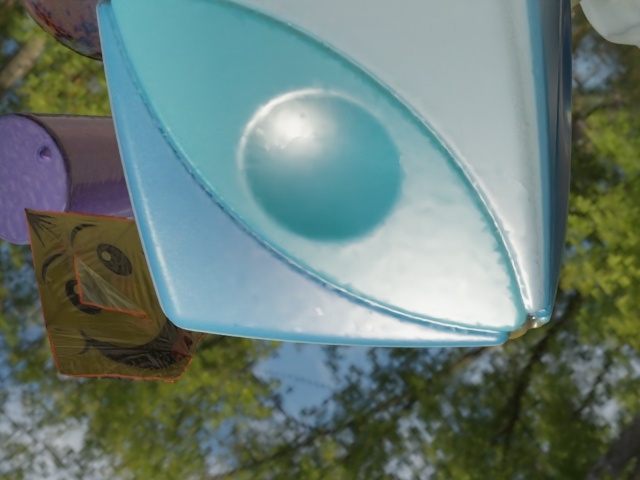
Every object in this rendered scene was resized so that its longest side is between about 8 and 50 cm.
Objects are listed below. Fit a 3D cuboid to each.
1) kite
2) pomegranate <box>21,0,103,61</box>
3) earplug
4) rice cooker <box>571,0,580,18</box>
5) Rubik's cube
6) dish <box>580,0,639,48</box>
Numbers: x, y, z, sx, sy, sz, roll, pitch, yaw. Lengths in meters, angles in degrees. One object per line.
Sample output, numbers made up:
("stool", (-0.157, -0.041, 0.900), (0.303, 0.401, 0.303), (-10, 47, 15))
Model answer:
("kite", (-0.302, 0.063, 1.844), (0.327, 0.013, 0.377), (41, -141, -11))
("pomegranate", (-0.216, -0.362, 1.337), (0.285, 0.285, 0.340), (-94, -17, -56))
("earplug", (-0.386, -0.124, 2.236), (0.215, 0.215, 0.456), (54, -154, 11))
("rice cooker", (0.173, -0.336, 1.433), (0.244, 0.226, 0.226), (62, -162, -18))
("Rubik's cube", (0.037, -0.133, 1.102), (0.352, 0.347, 0.351), (-66, -28, -57))
("dish", (0.502, -0.346, 1.817), (0.256, 0.256, 0.117), (-12, -94, -65))
